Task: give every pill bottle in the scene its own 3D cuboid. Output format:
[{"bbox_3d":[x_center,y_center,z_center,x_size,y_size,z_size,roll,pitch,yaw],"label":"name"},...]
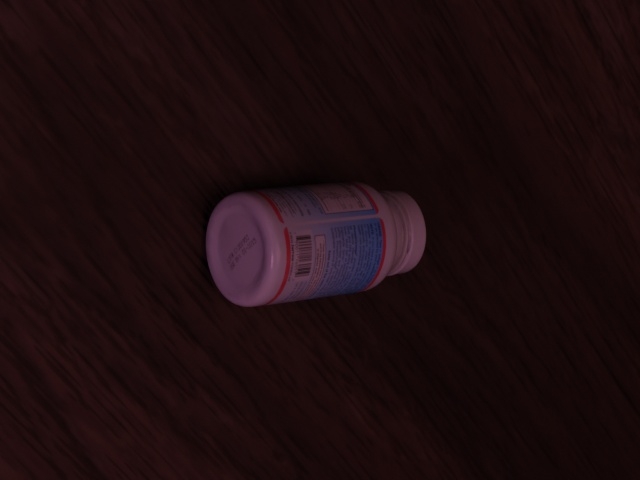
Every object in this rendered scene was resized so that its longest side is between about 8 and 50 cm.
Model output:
[{"bbox_3d":[0.000,0.000,1.241,0.160,0.087,0.087,-6,106,-39],"label":"pill bottle"}]
